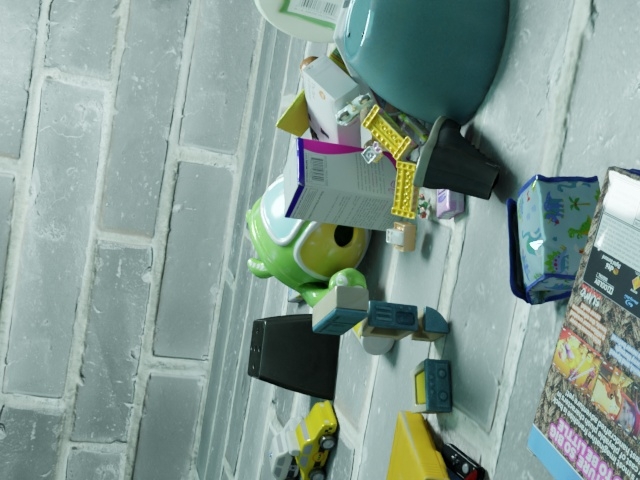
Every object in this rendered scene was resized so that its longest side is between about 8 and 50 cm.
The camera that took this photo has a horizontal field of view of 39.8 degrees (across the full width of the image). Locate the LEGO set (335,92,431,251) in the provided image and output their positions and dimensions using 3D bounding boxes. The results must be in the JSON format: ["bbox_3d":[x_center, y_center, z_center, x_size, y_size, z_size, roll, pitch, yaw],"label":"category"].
[{"bbox_3d":[0.145,-0.129,1.540,0.132,0.107,0.286,-28,82,38],"label":"LEGO set"}]

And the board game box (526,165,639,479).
[{"bbox_3d":[0.319,0.109,0.741,0.232,0.141,0.290,-126,46,-68],"label":"board game box"}]

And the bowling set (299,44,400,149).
[{"bbox_3d":[0.042,-0.311,1.825,0.287,0.200,0.154,-93,17,-45],"label":"bowling set"}]

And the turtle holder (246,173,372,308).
[{"bbox_3d":[-0.015,-0.013,1.787,0.227,0.243,0.320,-47,19,35],"label":"turtle holder"}]

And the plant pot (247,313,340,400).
[{"bbox_3d":[-0.066,0.248,1.978,0.188,0.167,0.187,165,112,-74],"label":"plant pot"}]

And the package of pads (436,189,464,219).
[{"bbox_3d":[0.208,-0.078,1.417,0.050,0.032,0.083,146,130,-65],"label":"package of pads"}]

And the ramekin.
[{"bbox_3d":[0.004,-0.541,1.820,0.303,0.304,0.148,132,150,-63],"label":"ramekin"}]

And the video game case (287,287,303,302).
[{"bbox_3d":[-0.026,0.004,2.190,0.248,0.035,0.274,146,130,-69],"label":"video game case"}]

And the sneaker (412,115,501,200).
[{"bbox_3d":[0.214,-0.118,1.340,0.222,0.118,0.083,-58,-15,-60],"label":"sneaker"}]

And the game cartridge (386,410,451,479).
[{"bbox_3d":[0.129,0.430,1.292,0.323,0.053,0.285,-109,28,-83],"label":"game cartridge"}]

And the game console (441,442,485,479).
[{"bbox_3d":[0.169,0.373,1.232,0.124,0.085,0.144,31,113,56],"label":"game console"}]

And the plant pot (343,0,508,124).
[{"bbox_3d":[0.150,-0.341,1.446,0.290,0.196,0.290,-173,90,-74],"label":"plant pot"}]

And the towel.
[{"bbox_3d":[0.007,-0.300,1.679,0.021,0.102,0.237,45,103,24],"label":"towel"}]

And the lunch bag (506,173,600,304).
[{"bbox_3d":[0.273,0.002,1.059,0.151,0.096,0.128,102,169,-75],"label":"lunch bag"}]

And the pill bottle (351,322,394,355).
[{"bbox_3d":[0.092,0.163,1.648,0.116,0.065,0.065,-129,48,-68],"label":"pill bottle"}]

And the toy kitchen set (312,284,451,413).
[{"bbox_3d":[0.102,0.173,1.349,0.122,0.207,0.166,129,144,-63],"label":"toy kitchen set"}]

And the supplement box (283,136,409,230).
[{"bbox_3d":[0.049,-0.101,1.641,0.114,0.220,0.111,118,155,-53],"label":"supplement box"}]

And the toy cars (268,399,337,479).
[{"bbox_3d":[-0.060,0.472,1.993,0.393,0.087,0.176,131,144,-63],"label":"toy cars"}]

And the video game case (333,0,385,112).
[{"bbox_3d":[0.096,-0.399,1.642,0.204,0.025,0.285,57,-143,-46],"label":"video game case"}]

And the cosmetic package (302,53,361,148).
[{"bbox_3d":[0.024,-0.232,1.665,0.099,0.060,0.239,44,163,24],"label":"cosmetic package"}]
